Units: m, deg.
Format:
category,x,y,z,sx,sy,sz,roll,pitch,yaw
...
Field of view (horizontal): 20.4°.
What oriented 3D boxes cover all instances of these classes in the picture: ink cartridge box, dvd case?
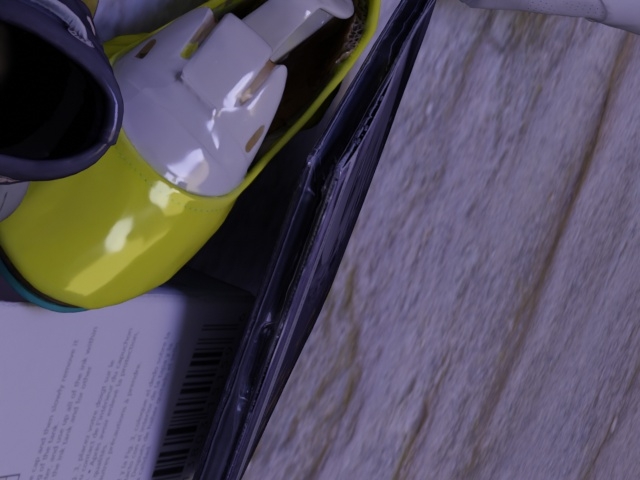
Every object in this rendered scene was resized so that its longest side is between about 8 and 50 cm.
category,x,y,z,sx,sy,sz,roll,pitch,yaw
ink cartridge box,-0.138,0.137,0.618,0.239,0.060,0.275,6,104,-64
dvd case,0.000,0.000,0.723,0.221,0.018,0.164,-61,173,-63

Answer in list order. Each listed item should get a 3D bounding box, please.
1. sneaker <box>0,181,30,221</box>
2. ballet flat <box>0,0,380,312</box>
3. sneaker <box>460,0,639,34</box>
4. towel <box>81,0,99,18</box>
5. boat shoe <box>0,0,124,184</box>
category,x,y,z,sx,sy,sz,roll,pitch,yaw
sneaker,-0.125,-0.076,0.444,0.118,0.083,0.222,-36,140,-47
ballet flat,-0.036,-0.055,0.619,0.077,0.077,0.231,-41,-177,32
sneaker,0.112,-0.138,0.873,0.212,0.094,0.080,18,49,-52
towel,-0.102,-0.067,0.585,0.083,0.009,0.060,5,105,-65
boat shoe,-0.125,-0.073,0.372,0.206,0.065,0.075,33,88,-33
